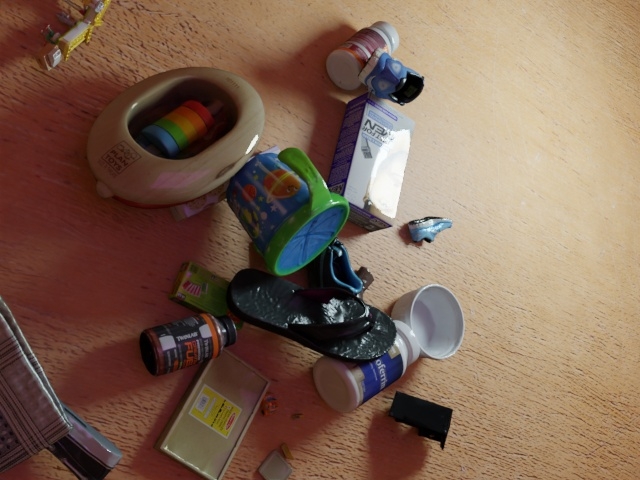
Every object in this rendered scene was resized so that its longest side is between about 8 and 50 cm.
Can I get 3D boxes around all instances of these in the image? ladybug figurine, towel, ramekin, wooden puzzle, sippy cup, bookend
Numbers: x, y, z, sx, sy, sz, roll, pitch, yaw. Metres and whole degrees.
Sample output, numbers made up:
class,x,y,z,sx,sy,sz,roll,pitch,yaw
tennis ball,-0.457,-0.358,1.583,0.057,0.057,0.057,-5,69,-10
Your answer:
class,x,y,z,sx,sy,sz,roll,pitch,yaw
ladybug figurine,-0.317,-0.213,1.591,0.305,0.162,0.449,42,55,12
towel,-0.648,0.278,1.265,0.312,0.056,0.324,-28,96,-10
ramekin,0.288,0.229,2.000,0.207,0.109,0.207,9,74,-35
wooden puzzle,-0.106,0.542,1.704,0.116,0.014,0.078,-38,99,-36
sippy cup,-0.091,-0.075,1.658,0.224,0.305,0.240,45,19,19
bookend,0.268,0.484,1.940,0.157,0.156,0.072,16,63,15

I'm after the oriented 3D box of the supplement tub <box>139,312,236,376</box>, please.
class,x,y,z,sx,sy,sz,roll,pitch,yaw
supplement tub,-0.285,0.220,1.575,0.198,0.106,0.106,-14,89,-31

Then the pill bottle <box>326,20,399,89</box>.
class,x,y,z,sx,sy,sz,roll,pitch,yaw
pill bottle,0.123,-0.526,2.037,0.221,0.121,0.121,-45,107,-33

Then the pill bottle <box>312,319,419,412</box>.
class,x,y,z,sx,sy,sz,roll,pitch,yaw
pill bottle,0.122,0.312,1.833,0.264,0.153,0.153,-26,95,-38

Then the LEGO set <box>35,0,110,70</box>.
class,x,y,z,sx,sy,sz,roll,pitch,yaw
LEGO set,-0.542,-0.498,1.560,0.107,0.132,0.287,34,84,-7

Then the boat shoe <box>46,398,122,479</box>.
class,x,y,z,sx,sy,sz,roll,pitch,yaw
boat shoe,-0.528,0.357,1.378,0.306,0.113,0.105,44,77,-15

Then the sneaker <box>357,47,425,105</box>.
class,x,y,z,sx,sy,sz,roll,pitch,yaw
sneaker,0.210,-0.426,1.995,0.147,0.130,0.330,39,16,10

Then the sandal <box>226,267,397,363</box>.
class,x,y,z,sx,sy,sz,roll,pitch,yaw
sandal,0.000,0.174,1.692,0.445,0.107,0.168,18,52,-22

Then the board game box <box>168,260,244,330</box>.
class,x,y,z,sx,sy,sz,roll,pitch,yaw
board game box,-0.250,0.130,1.669,0.181,0.043,0.092,31,64,-27

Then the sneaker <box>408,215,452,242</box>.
class,x,y,z,sx,sy,sz,roll,pitch,yaw
sneaker,0.321,-0.030,2.123,0.162,0.063,0.073,-11,104,-33

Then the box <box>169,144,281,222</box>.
class,x,y,z,sx,sy,sz,roll,pitch,yaw
box,-0.221,-0.140,1.737,0.324,0.063,0.067,-31,99,-36

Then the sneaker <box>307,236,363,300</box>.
class,x,y,z,sx,sy,sz,roll,pitch,yaw
sneaker,0.000,0.000,1.820,0.125,0.139,0.341,-35,99,-34

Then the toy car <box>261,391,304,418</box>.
class,x,y,z,sx,sy,sz,roll,pitch,yaw
toy car,-0.088,0.395,1.731,0.122,0.040,0.060,14,72,-33

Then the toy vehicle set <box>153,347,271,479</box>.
class,x,y,z,sx,sy,sz,roll,pitch,yaw
toy vehicle set,-0.237,0.388,1.627,0.166,0.035,0.267,41,59,-22

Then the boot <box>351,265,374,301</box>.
class,x,y,z,sx,sy,sz,roll,pitch,yaw
boot,0.122,0.138,1.947,0.106,0.037,0.114,50,51,-19

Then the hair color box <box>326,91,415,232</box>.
class,x,y,z,sx,sy,sz,roll,pitch,yaw
hair color box,0.137,-0.215,1.989,0.185,0.110,0.339,26,67,-30
